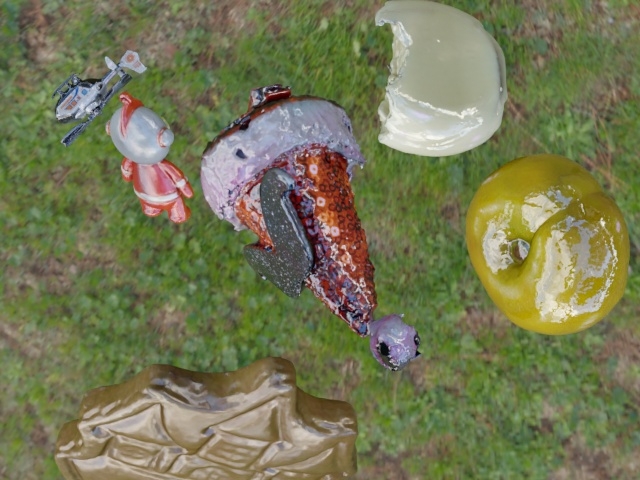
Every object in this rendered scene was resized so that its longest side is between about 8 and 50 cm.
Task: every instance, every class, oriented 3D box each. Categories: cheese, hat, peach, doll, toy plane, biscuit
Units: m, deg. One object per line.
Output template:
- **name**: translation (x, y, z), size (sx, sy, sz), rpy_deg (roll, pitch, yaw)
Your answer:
- **cheese**: translation (0.182, -0.268, 1.628), size (0.233, 0.266, 0.127), rpy_deg (10, 155, -15)
- **hat**: translation (-0.003, 0.002, 0.714), size (0.140, 0.129, 0.227), rpy_deg (-50, 59, 39)
- **peach**: translation (0.300, 0.003, 1.311), size (0.153, 0.251, 0.251), rpy_deg (-15, 123, -33)
- **doll**: translation (-0.273, -0.132, 1.559), size (0.142, 0.076, 0.245), rpy_deg (11, 134, 27)
- **toy plane**: translation (-0.384, -0.253, 1.677), size (0.197, 0.053, 0.078), rpy_deg (-42, 73, 3)
- **biscuit**: translation (-0.063, 0.129, 0.603), size (0.182, 0.034, 0.215), rpy_deg (14, 144, -18)
